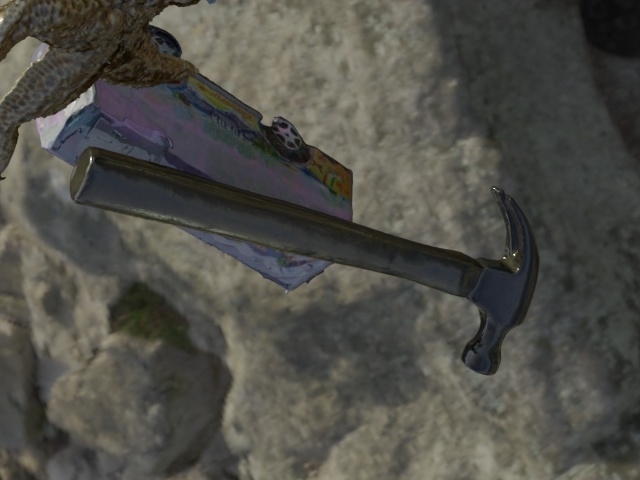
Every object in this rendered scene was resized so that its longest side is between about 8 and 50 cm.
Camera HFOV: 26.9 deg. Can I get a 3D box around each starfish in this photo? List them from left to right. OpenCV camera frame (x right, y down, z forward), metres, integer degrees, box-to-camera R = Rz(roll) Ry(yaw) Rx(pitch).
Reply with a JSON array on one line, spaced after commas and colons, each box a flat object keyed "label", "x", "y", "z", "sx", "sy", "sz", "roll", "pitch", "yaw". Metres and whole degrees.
[{"label": "starfish", "x": -0.142, "y": -0.146, "z": 0.944, "sx": 0.277, "sy": 0.235, "sz": 0.062, "roll": -49, "pitch": 67, "yaw": 27}]

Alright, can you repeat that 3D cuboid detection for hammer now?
[{"label": "hammer", "x": 0.000, "y": 0.000, "z": 1.147, "sx": 0.044, "sy": 0.439, "sz": 0.168, "roll": 38, "pitch": 111, "yaw": 62}]

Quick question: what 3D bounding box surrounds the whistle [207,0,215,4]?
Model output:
[{"label": "whistle", "x": -0.170, "y": -0.326, "z": 1.498, "sx": 0.158, "sy": 0.090, "sz": 0.090, "roll": 49, "pitch": 134, "yaw": -1}]

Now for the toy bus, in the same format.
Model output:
[{"label": "toy bus", "x": -0.111, "y": -0.074, "z": 1.191, "sx": 0.112, "sy": 0.317, "sz": 0.138, "roll": -38, "pitch": 40, "yaw": 31}]
